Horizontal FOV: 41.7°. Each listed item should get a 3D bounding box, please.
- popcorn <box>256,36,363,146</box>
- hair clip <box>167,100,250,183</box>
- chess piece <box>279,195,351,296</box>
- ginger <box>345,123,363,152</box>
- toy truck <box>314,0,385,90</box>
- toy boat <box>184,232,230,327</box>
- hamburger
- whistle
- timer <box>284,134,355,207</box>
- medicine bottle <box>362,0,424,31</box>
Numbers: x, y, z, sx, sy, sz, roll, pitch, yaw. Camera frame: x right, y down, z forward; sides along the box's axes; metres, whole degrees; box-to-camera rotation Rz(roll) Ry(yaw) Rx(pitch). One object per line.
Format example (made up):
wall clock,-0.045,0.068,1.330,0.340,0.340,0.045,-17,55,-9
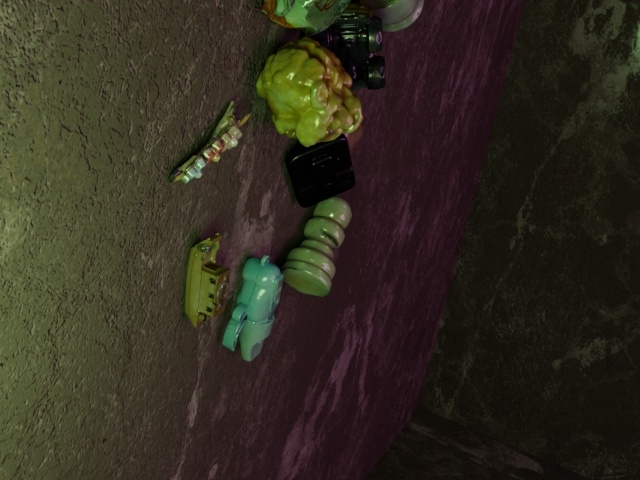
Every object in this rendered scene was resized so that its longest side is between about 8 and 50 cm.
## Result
popcorn,-0.009,-0.282,1.616,0.200,0.203,0.226,-48,162,-32
hair clip,-0.188,-0.162,1.477,0.214,0.056,0.062,-57,-171,-32
chess piece,0.000,0.000,2.034,0.133,0.133,0.243,72,35,-59
ginger,0.029,-0.214,1.958,0.213,0.074,0.137,-51,142,-45
toy truck,0.060,-0.423,1.772,0.224,0.147,0.165,82,7,-57
toy boat,-0.213,0.077,1.596,0.057,0.077,0.200,-37,142,-55
hamburger,0.014,-0.500,1.545,0.276,0.151,0.260,-68,161,-7
whistle,-0.137,0.147,1.847,0.186,0.093,0.273,-41,148,-54
timer,0.003,-0.153,1.874,0.144,0.055,0.187,-23,147,-4
medicine bottle,0.148,-0.548,1.845,0.147,0.147,0.143,-70,162,0
